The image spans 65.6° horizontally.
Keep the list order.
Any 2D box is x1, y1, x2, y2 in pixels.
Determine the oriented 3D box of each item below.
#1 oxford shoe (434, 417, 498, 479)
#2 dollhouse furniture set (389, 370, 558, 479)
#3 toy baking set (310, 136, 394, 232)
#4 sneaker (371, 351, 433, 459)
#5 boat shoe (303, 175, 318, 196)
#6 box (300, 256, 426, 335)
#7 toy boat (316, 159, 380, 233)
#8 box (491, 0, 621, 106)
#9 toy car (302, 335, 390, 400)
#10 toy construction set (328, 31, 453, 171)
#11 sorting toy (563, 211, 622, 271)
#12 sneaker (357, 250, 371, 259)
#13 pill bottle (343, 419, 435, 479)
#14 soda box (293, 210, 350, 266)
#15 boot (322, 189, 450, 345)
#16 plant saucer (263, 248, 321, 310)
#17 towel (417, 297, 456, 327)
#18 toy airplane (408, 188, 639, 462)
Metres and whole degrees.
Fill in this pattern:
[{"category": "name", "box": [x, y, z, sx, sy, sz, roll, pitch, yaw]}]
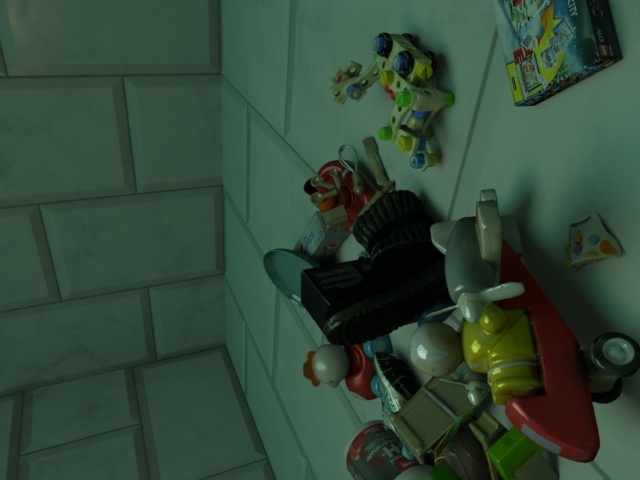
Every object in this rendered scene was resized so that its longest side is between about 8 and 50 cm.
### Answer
[{"category": "oxford shoe", "box": [0.290, 0.487, 1.048, 0.130, 0.133, 0.363, 105, 148, -46]}, {"category": "dollhouse furniture set", "box": [0.296, 0.410, 0.996, 0.151, 0.197, 0.301, 51, 174, -17]}, {"category": "toy baking set", "box": [0.083, -0.146, 1.261, 0.197, 0.256, 0.030, 43, 177, 21]}, {"category": "sneaker", "box": [0.187, 0.413, 1.251, 0.122, 0.110, 0.283, -53, 44, 27]}, {"category": "boat shoe", "box": [0.016, -0.165, 1.544, 0.228, 0.069, 0.081, -174, 76, -67]}, {"category": "box", "box": [0.106, 0.130, 1.189, 0.184, 0.261, 0.103, -137, 43, -57]}, {"category": "toy boat", "box": [0.051, -0.115, 1.340, 0.231, 0.151, 0.151, 54, 140, 36]}, {"category": "box", "box": [0.337, -0.341, 0.741, 0.159, 0.044, 0.233, 159, 101, -67]}, {"category": "toy car", "box": [0.059, 0.370, 1.423, 0.219, 0.238, 0.210, 161, 100, -68]}, {"category": "toy construction set", "box": [0.156, -0.318, 1.075, 0.327, 0.151, 0.215, 48, 142, 36]}, {"category": "sorting toy", "box": [0.397, -0.001, 0.746, 0.083, 0.045, 0.075, 136, 141, -63]}, {"category": "sneaker", "box": [0.120, 0.048, 1.418, 0.083, 0.037, 0.032, -168, 69, -68]}, {"category": "pill bottle", "box": [0.202, 0.612, 1.252, 0.318, 0.176, 0.176, -152, 56, -62]}, {"category": "soda box", "box": [0.000, 0.000, 1.607, 0.286, 0.098, 0.091, 124, 130, -60]}, {"category": "boot", "box": [0.119, 0.051, 1.056, 0.260, 0.348, 0.131, 55, 164, 38]}, {"category": "plant saucer", "box": [-0.056, 0.137, 1.679, 0.318, 0.043, 0.317, 28, 147, 20]}, {"category": "towel", "box": [0.258, 0.153, 1.087, 0.119, 0.067, 0.029, 113, 140, -52]}, {"category": "toy airplane", "box": [0.259, 0.113, 0.793, 0.384, 0.272, 0.386, -103, -11, -82]}]
